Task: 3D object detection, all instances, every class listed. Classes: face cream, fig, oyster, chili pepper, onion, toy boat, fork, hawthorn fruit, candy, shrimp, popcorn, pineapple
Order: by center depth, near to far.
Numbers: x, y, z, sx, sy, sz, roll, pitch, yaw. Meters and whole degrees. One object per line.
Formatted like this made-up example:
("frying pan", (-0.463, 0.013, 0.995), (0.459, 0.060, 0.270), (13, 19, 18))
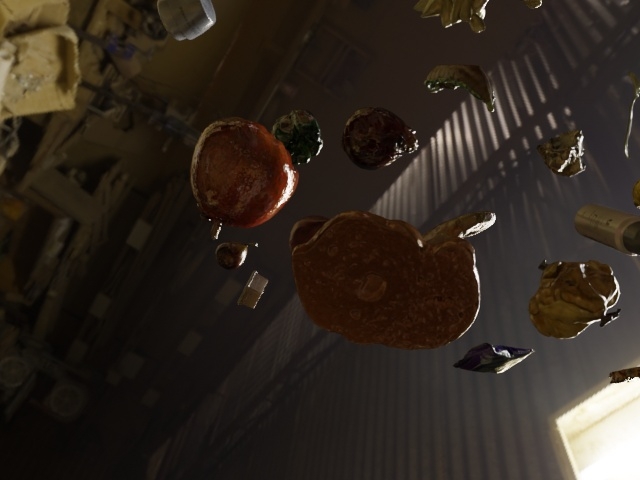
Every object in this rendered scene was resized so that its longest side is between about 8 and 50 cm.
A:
("face cream", (0.686, -0.021, 1.419), (0.092, 0.092, 0.311), (-58, -172, 7))
("face cream", (-0.305, -0.523, 1.428), (0.104, 0.117, 0.117), (-18, -156, 11))
("fork", (0.758, -0.299, 1.521), (0.034, 0.028, 0.219), (-44, 131, -46))
("hawthorn fruit", (-0.203, -0.137, 1.528), (0.307, 0.276, 0.276), (-64, -169, 5))
("toy boat", (0.371, -0.407, 1.617), (0.293, 0.109, 0.099), (-134, -130, -60))
("pineapple", (0.863, 0.345, 1.640), (0.221, 0.221, 0.047), (139, -52, -59))
("shrimp", (0.352, -0.012, 1.731), (0.294, 0.154, 0.062), (-24, -109, 37))
("fig", (-0.251, 0.032, 1.874), (0.125, 0.089, 0.089), (-32, 176, -31))
("popcorn", (0.791, 0.169, 1.962), (0.297, 0.281, 0.316), (-37, 154, -7))
("candy", (0.564, 0.381, 2.019), (0.145, 0.275, 0.070), (-44, -134, 36))
("oyster", (0.811, -0.290, 2.082), (0.166, 0.110, 0.341), (-10, -157, 16))
("onion", (0.183, -0.351, 2.221), (0.281, 0.281, 0.221), (147, -55, -66))
("chili pepper", (-0.079, -0.357, 2.280), (0.165, 0.174, 0.261), (74, -4, -56))
("onion", (-0.006, 0.007, 2.347), (0.161, 0.248, 0.248), (83, 25, -53))

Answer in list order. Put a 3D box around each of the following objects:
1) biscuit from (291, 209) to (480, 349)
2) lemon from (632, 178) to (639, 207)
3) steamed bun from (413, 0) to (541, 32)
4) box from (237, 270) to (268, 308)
("biscuit", (0.146, 0.106, 1.479), (0.078, 0.455, 0.349), (-64, 170, -64))
("lemon", (0.977, -0.142, 1.833), (0.133, 0.109, 0.109), (-41, -166, 5))
("steamed bun", (0.407, -0.694, 1.711), (0.428, 0.247, 0.189), (50, -34, 45))
("box", (-0.228, 0.169, 2.118), (0.089, 0.062, 0.122), (-60, -175, 27))
